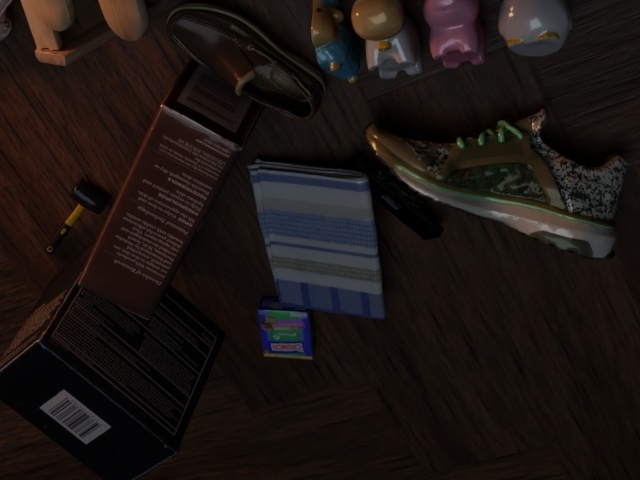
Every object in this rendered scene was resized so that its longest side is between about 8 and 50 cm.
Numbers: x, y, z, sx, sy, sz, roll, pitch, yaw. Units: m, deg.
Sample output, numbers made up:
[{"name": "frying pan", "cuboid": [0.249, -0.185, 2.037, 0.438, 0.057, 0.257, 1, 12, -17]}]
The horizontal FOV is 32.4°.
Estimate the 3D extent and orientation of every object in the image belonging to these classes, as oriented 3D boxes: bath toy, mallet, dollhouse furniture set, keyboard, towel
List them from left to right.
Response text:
[{"name": "mallet", "cuboid": [-0.420, -0.029, 1.893, 0.062, 0.039, 0.190, 29, 131, -10]}, {"name": "dollhouse furniture set", "cuboid": [-0.224, -0.361, 1.427, 0.394, 0.362, 0.257, 15, 132, 36]}, {"name": "towel", "cuboid": [0.000, 0.000, 1.783, 0.209, 0.034, 0.285, 7, 128, 24]}, {"name": "keyboard", "cuboid": [0.122, -0.074, 1.721, 0.192, 0.038, 0.100, 38, 163, -14]}, {"name": "bath toy", "cuboid": [0.164, -0.308, 1.506, 0.348, 0.151, 0.129, -4, 80, 18]}]

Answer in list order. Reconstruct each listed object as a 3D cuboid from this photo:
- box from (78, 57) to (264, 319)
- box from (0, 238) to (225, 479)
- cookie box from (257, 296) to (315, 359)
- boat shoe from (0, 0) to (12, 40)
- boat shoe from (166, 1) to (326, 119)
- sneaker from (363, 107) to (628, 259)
[{"name": "box", "cuboid": [-0.230, -0.079, 1.712, 0.143, 0.191, 0.381, 29, 126, -8]}, {"name": "box", "cuboid": [-0.355, 0.204, 1.875, 0.296, 0.294, 0.182, 44, 125, -17]}, {"name": "cookie box", "cuboid": [-0.058, 0.153, 1.925, 0.091, 0.040, 0.107, 2, 125, 11]}, {"name": "boat shoe", "cuboid": [-0.508, -0.330, 1.685, 0.063, 0.066, 0.184, 35, 124, -28]}, {"name": "boat shoe", "cuboid": [-0.107, -0.257, 1.601, 0.257, 0.095, 0.095, 24, 128, -12]}, {"name": "sneaker", "cuboid": [0.266, -0.120, 1.628, 0.410, 0.158, 0.182, 21, 98, 0]}]
